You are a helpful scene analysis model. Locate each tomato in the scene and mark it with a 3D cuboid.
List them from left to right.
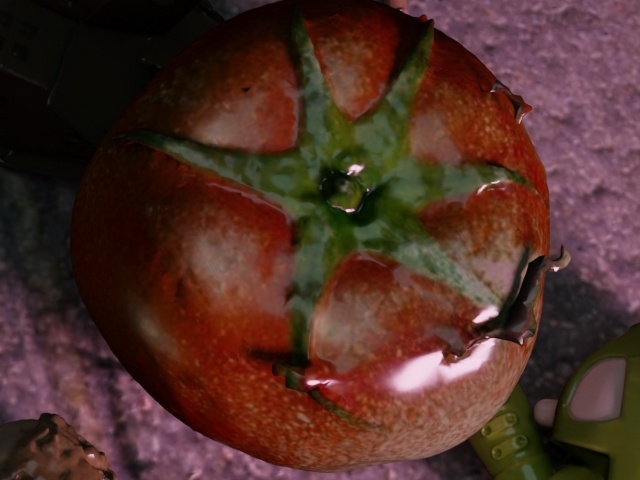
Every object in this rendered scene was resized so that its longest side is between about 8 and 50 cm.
[{"bbox_3d":[0.000,0.000,0.994,0.303,0.239,0.303,2,75,-9],"label":"tomato"}]

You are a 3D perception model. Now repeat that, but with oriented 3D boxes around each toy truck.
[{"bbox_3d":[0.194,0.153,1.040,0.210,0.148,0.187,-11,73,10],"label":"toy truck"}]

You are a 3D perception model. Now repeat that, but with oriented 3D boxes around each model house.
[{"bbox_3d":[-0.130,-0.151,1.059,0.243,0.204,0.211,24,68,-20],"label":"model house"}]

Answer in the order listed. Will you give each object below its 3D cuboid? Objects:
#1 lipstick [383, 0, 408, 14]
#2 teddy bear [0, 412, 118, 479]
[{"bbox_3d":[0.053,-0.217,1.194,0.019,0.019,0.094,-4,72,-12],"label":"lipstick"},{"bbox_3d":[-0.189,0.258,0.920,0.256,0.156,0.267,-33,41,-19],"label":"teddy bear"}]
